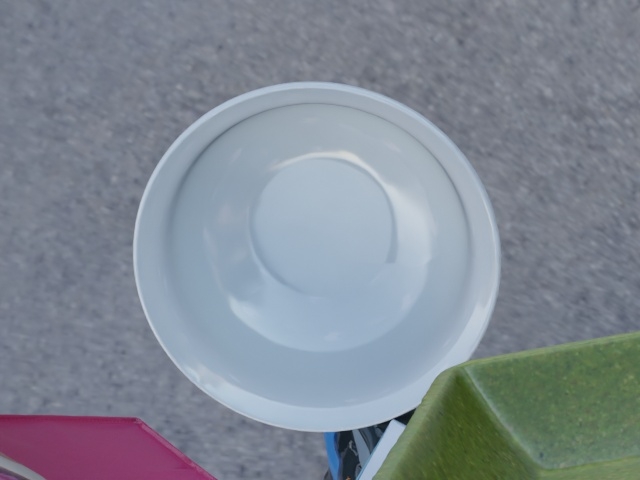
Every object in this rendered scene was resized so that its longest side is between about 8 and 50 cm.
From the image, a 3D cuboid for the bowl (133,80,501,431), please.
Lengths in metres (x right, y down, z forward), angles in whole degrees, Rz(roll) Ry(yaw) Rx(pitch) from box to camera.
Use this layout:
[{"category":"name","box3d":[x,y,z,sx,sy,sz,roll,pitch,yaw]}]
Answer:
[{"category":"bowl","box3d":[0.000,0.000,1.142,0.297,0.134,0.298,1,108,3]}]

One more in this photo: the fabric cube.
[{"category":"fabric cube","box3d":[-0.253,0.350,1.398,0.259,0.254,0.258,28,103,44]}]

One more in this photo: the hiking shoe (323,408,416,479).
[{"category":"hiking shoe","box3d":[0.046,0.131,1.374,0.132,0.113,0.304,-1,83,53]}]

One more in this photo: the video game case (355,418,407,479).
[{"category":"video game case","box3d":[0.124,0.201,0.661,0.244,0.269,0.061,26,69,11]}]

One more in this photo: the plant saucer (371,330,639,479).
[{"category":"plant saucer","box3d":[0.112,0.053,0.314,0.188,0.188,0.045,-11,94,13]}]

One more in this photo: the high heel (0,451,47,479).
[{"category":"high heel","box3d":[-0.204,0.243,0.872,0.377,0.127,0.181,31,77,-14]}]
